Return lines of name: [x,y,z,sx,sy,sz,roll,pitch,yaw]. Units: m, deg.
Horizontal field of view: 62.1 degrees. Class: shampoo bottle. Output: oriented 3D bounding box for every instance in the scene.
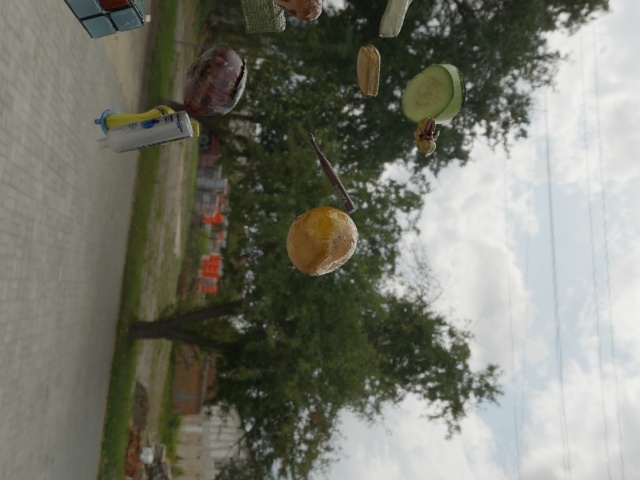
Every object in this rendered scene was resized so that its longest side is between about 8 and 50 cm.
shampoo bottle: [-0.579,-0.350,1.743,0.092,0.304,0.092,167,-90,-87]

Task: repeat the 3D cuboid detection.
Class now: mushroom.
mushroom: [0.197,-0.590,1.297,0.202,0.059,0.054,-64,176,32]

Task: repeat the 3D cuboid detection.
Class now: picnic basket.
picnic basket: [-0.207,-0.882,1.951,0.134,0.154,0.196,-89,174,-48]

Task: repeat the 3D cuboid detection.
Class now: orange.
orange: [0.003,0.000,1.580,0.193,0.219,0.219,63,-13,-1]

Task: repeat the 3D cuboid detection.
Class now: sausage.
sausage: [-0.058,-0.550,1.200,0.197,0.076,0.076,50,-42,42]

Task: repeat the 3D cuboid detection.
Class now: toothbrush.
toothbrush: [0.036,-0.263,2.061,0.363,0.041,0.041,61,-20,10]

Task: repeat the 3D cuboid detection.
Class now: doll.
doll: [-0.626,-0.422,1.923,0.199,0.364,0.145,180,-89,-77]

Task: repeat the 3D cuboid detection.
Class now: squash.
squash: [0.394,-0.517,1.861,0.220,0.133,0.220,11,-77,54]

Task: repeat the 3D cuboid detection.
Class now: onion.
onion: [-0.345,-0.520,1.749,0.246,0.190,0.246,-29,-132,38]

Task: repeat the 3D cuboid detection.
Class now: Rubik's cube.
Rubik's cube: [-0.631,-0.729,1.554,0.167,0.180,0.183,69,10,-66]

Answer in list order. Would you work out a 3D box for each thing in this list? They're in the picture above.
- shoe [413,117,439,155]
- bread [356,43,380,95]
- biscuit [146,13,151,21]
shoe: [0.311,-0.310,1.571,0.069,0.072,0.108,-178,-71,-79]
bread: [0.194,-0.687,2.158,0.200,0.077,0.115,90,-21,-48]
biscuit: [-0.650,-0.746,1.769,0.221,0.142,0.028,-28,130,-50]
